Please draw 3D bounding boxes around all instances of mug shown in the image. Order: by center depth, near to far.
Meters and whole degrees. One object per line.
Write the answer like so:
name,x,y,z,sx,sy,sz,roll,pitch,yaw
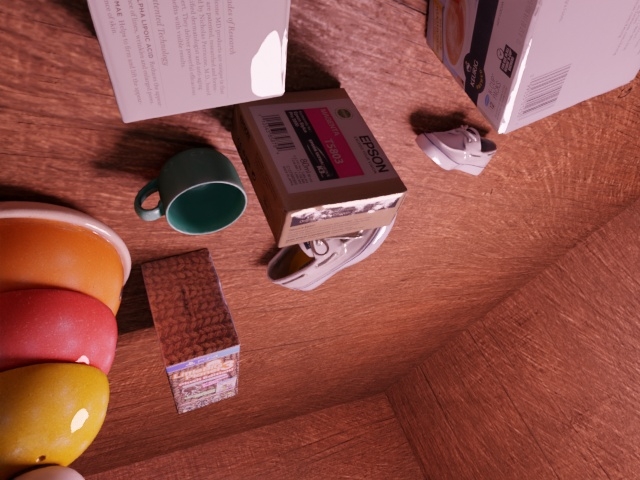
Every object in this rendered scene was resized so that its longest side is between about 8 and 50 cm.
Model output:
mug,-0.204,-0.088,0.754,0.157,0.098,0.129,11,135,-46

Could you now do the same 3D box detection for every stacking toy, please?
stacking toy,-0.423,0.217,0.677,0.350,0.480,0.351,-19,150,-11

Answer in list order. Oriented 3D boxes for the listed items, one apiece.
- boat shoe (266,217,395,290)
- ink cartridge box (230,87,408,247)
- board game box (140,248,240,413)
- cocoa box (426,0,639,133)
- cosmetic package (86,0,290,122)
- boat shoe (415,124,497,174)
boat shoe,-0.003,-0.007,1.027,0.156,0.136,0.367,9,145,-41
ink cartridge box,-0.010,-0.120,0.714,0.193,0.235,0.088,-13,149,-23
board game box,-0.277,0.204,1.025,0.140,0.232,0.291,-14,148,-20
cocoa box,0.290,-0.358,0.578,0.231,0.228,0.347,-23,150,-5
cosmetic package,-0.144,-0.243,0.499,0.183,0.151,0.152,-17,149,-18
boat shoe,0.290,-0.201,0.985,0.258,0.095,0.084,-5,142,-51
